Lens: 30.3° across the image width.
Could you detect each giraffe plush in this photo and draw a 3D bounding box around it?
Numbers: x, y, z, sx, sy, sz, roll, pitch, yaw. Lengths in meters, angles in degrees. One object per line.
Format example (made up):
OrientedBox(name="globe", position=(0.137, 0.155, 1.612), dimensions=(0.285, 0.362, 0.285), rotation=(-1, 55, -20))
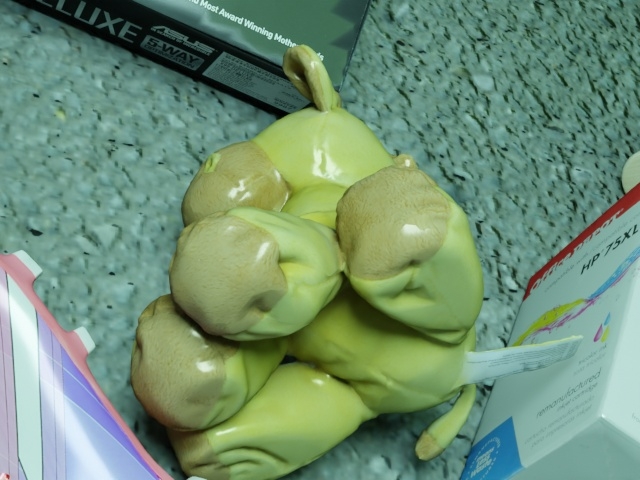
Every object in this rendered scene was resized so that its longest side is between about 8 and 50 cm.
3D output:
OrientedBox(name="giraffe plush", position=(0.000, 0.000, 0.573), dimensions=(0.210, 0.181, 0.170), rotation=(2, 44, -29))

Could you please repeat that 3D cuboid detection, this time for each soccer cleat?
OrientedBox(name="soccer cleat", position=(-0.129, 0.084, 0.485), dimensions=(0.248, 0.083, 0.095), rotation=(48, 52, 3))

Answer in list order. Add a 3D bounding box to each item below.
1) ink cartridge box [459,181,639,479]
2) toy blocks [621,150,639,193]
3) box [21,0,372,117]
OrientedBox(name="ink cartridge box", position=(0.163, 0.055, 0.639), dimensions=(0.078, 0.134, 0.231), rotation=(34, 47, -6))
OrientedBox(name="toy blocks", position=(0.291, -0.051, 0.842), dimensions=(0.123, 0.054, 0.148), rotation=(45, 48, 3))
OrientedBox(name="box", position=(-0.100, -0.238, 0.667), dimensions=(0.308, 0.076, 0.242), rotation=(23, 74, -16))
